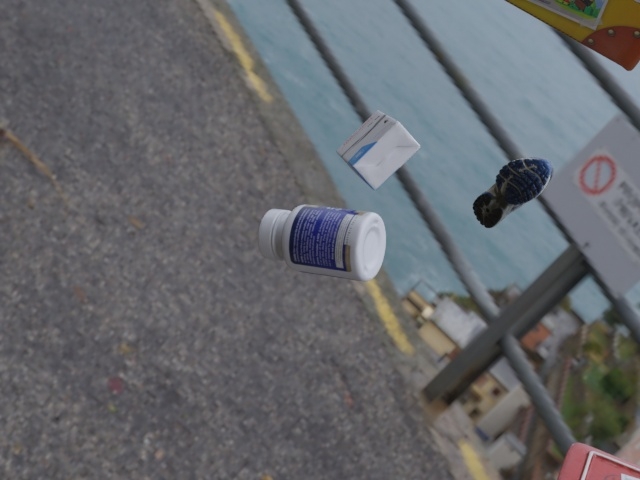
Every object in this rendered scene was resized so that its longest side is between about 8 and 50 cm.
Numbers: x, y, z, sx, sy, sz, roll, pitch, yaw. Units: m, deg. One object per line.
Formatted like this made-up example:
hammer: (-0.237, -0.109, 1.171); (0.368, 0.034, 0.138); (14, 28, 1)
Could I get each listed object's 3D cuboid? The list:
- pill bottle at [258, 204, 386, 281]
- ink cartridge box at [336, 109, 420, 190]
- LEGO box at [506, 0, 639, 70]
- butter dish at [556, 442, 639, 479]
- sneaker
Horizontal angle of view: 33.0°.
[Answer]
pill bottle: (0.000, 0.000, 1.733); (0.187, 0.112, 0.112); (8, 8, 26)
ink cartridge box: (0.089, -0.154, 1.792); (0.060, 0.104, 0.180); (45, 3, -17)
LEGO box: (0.210, -0.466, 1.157); (0.500, 0.193, 0.372); (31, 54, 5)
butter dish: (0.399, 0.382, 1.505); (0.160, 0.118, 0.160); (20, 28, 15)
sneaker: (0.235, -0.067, 1.284); (0.058, 0.135, 0.052); (-29, 83, -35)
